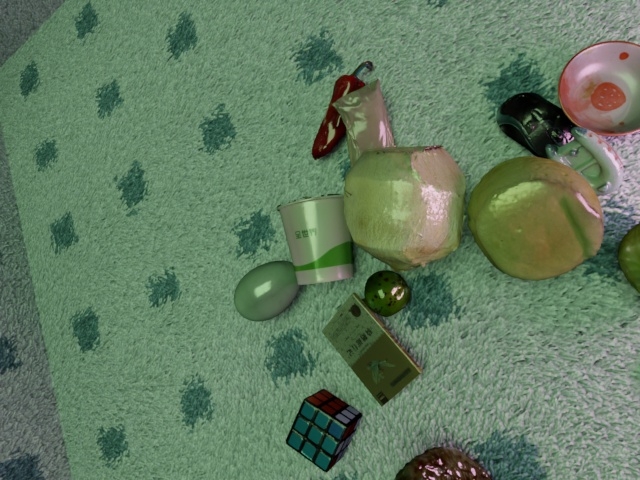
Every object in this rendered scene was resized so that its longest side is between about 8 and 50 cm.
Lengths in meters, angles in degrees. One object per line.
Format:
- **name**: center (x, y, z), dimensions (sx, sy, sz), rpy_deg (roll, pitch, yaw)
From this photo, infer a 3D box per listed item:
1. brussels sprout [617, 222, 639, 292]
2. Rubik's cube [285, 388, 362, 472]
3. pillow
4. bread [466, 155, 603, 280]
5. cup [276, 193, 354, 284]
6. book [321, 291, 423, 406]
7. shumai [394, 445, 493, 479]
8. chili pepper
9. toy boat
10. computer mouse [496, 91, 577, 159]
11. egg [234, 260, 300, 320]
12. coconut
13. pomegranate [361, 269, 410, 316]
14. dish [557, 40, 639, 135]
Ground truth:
- **brussels sprout**: center (0.844, 0.047, 0.954), dimensions (0.244, 0.244, 0.243), rpy_deg (-3, 83, 24)
- **Rubik's cube**: center (0.014, 0.593, 1.287), dimensions (0.161, 0.163, 0.162), rpy_deg (24, 91, 24)
- **pillow**: center (0.145, -0.370, 1.338), dimensions (0.174, 0.067, 0.270), rpy_deg (-17, 101, 4)
- **bread**: center (0.548, -0.060, 1.058), dimensions (0.321, 0.237, 0.320), rpy_deg (4, 109, 12)
- **cup**: center (0.000, 0.000, 1.322), dimensions (0.253, 0.253, 0.273), rpy_deg (-10, 86, 23)
- **book**: center (0.150, 0.344, 1.284), dimensions (0.310, 0.021, 0.216), rpy_deg (49, 127, 21)
- **shumai**: center (0.284, 0.774, 1.082), dimensions (0.395, 0.395, 0.348), rpy_deg (57, 132, 19)
- **chili pepper**: center (0.069, -0.453, 1.405), dimensions (0.110, 0.110, 0.387), rpy_deg (25, 94, 24)
- **toy boat**: center (0.695, -0.197, 1.064), dimensions (0.208, 0.078, 0.134), rpy_deg (43, 138, -7)
- **computer mouse**: center (0.613, -0.335, 1.153), dimensions (0.137, 0.096, 0.233), rpy_deg (-46, 67, 13)
- **egg**: center (-0.180, 0.171, 1.407), dimensions (0.264, 0.183, 0.182), rpy_deg (-37, 71, 12)
- **coconut**: center (0.243, -0.088, 1.167), dimensions (0.347, 0.346, 0.359), rpy_deg (5, 107, 25)
- **pomegranate**: center (0.191, 0.170, 1.273), dimensions (0.169, 0.122, 0.143), rpy_deg (-26, 77, 19)
- **dish**: center (0.761, -0.389, 1.084), dimensions (0.261, 0.085, 0.260), rpy_deg (-1, 83, 11)
